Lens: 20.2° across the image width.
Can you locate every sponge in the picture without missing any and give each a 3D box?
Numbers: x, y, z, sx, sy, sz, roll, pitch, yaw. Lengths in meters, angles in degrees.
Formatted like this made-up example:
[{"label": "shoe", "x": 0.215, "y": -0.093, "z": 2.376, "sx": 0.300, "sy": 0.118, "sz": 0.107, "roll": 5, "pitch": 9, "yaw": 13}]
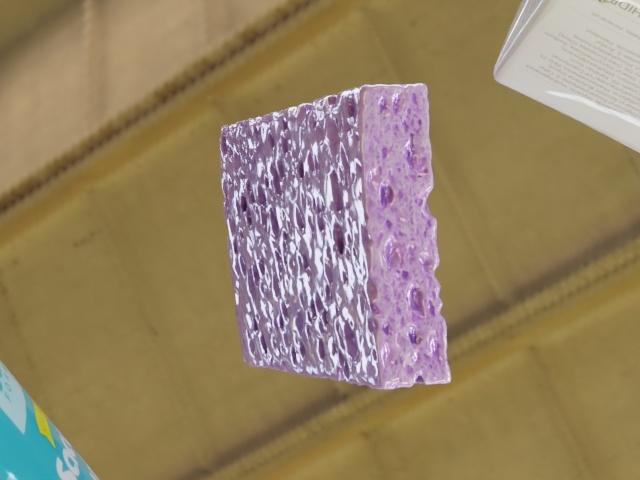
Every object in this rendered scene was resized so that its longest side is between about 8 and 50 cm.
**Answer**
[{"label": "sponge", "x": 0.000, "y": 0.000, "z": 0.777, "sx": 0.210, "sy": 0.031, "sz": 0.117, "roll": 178, "pitch": -94, "yaw": -73}]

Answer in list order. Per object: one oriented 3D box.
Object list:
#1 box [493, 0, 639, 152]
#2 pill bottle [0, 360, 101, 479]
[{"label": "box", "x": 0.139, "y": -0.099, "z": 0.711, "sx": 0.101, "sy": 0.102, "sz": 0.087, "roll": -67, "pitch": -174, "yaw": -32}, {"label": "pill bottle", "x": -0.161, "y": 0.109, "z": 0.674, "sx": 0.146, "sy": 0.264, "sz": 0.146, "roll": -23, "pitch": -147, "yaw": 16}]
